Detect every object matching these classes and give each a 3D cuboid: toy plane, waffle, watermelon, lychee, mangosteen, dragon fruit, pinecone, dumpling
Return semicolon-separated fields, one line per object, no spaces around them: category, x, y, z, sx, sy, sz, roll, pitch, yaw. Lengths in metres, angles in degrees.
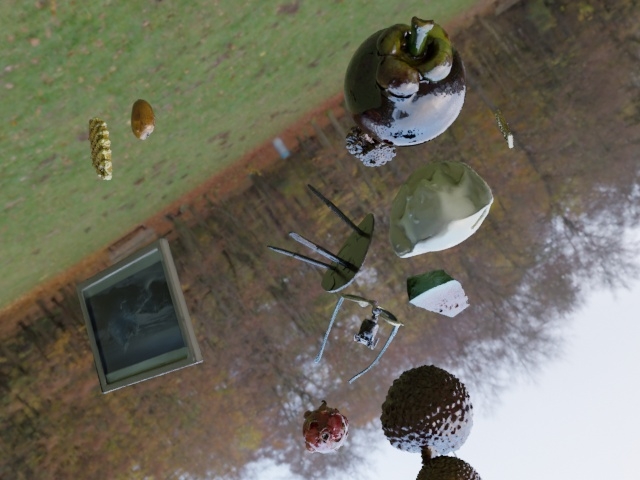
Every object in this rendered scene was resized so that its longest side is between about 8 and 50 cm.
toy plane;0.122;0.226;1.561;0.078;0.053;0.197;-63;166;-19
waffle;-0.617;-0.258;1.777;0.038;0.191;0.191;-9;175;-28
watermelon;0.386;0.169;1.975;0.154;0.241;0.094;-25;-130;24
lychee;0.302;0.497;1.794;0.264;0.264;0.300;-28;-144;39
lychee;0.320;0.632;1.576;0.194;0.194;0.194;-33;-173;5
mangosteen;0.196;-0.361;1.488;0.297;0.297;0.313;-32;-171;17
dragon fruit;0.008;0.514;1.715;0.133;0.136;0.166;-43;174;0
waffle;0.653;-0.402;2.251;0.021;0.135;0.092;-22;152;11
pinecone;0.186;-0.361;2.370;0.150;0.195;0.179;-56;148;3
dumpling;0.391;-0.117;2.186;0.395;0.315;0.233;-41;142;26

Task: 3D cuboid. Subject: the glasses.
glasses;0.085;0.246;1.654;0.220;0.190;0.088;-55;149;-13

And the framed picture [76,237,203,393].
framed picture;-0.498;0.211;1.678;0.446;0.326;0.028;-24;170;38

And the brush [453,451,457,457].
brush;0.408;0.649;1.950;0.008;0.083;0.024;-38;-142;-9

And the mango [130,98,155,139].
mango;-0.529;-0.362;1.876;0.077;0.127;0.063;-11;167;24

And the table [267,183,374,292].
table;0.000;0.000;2.083;0.317;0.249;0.317;-54;-166;20
